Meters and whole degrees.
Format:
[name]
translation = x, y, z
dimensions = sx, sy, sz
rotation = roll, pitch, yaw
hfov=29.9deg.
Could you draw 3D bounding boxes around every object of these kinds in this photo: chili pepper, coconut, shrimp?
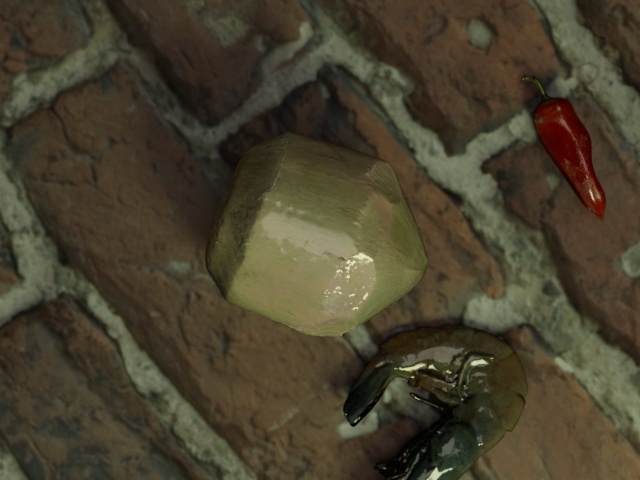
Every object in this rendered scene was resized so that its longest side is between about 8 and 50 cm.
[chili pepper]
translation = 0.288, -0.110, 1.389
dimensions = 0.050, 0.059, 0.191
rotation = -27, 92, -11
[coconut]
translation = 0.000, 0.000, 1.297
dimensions = 0.234, 0.224, 0.224
rotation = 28, 90, -7
[shrimp]
translation = 0.106, 0.212, 1.386
dimensions = 0.178, 0.075, 0.289
rotation = 45, 90, 3
